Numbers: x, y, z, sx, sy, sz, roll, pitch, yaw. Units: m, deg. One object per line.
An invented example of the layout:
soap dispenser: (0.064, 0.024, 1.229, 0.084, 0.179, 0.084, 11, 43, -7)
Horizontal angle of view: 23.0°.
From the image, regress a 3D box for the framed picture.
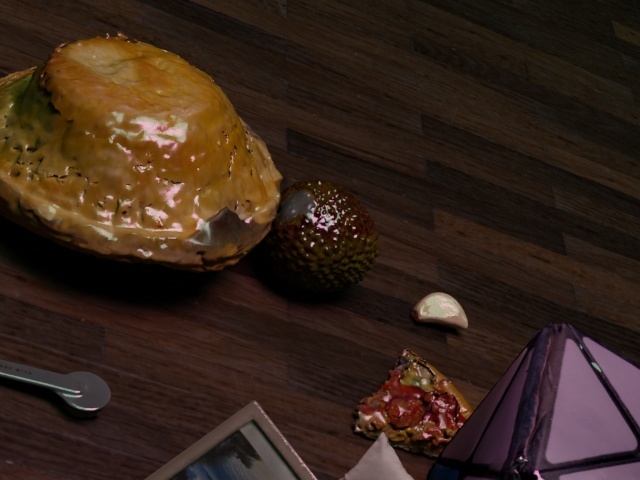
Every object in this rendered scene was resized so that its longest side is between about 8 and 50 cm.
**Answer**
framed picture: (-0.070, 0.351, 1.660, 0.232, 0.024, 0.315, -36, 67, -12)

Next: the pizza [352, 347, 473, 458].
pizza: (0.130, 0.225, 2.051, 0.193, 0.053, 0.201, -14, 56, -46)

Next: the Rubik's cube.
Rubik's cube: (0.294, 0.333, 1.840, 0.305, 0.307, 0.310, 30, 36, -7)

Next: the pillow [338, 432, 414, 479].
pillow: (0.010, 0.326, 1.727, 0.254, 0.078, 0.144, -32, 53, -7)

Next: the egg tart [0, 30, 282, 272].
egg tart: (-0.246, -0.139, 2.052, 0.443, 0.178, 0.443, 13, 34, -9)

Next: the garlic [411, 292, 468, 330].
garlic: (0.168, 0.101, 2.245, 0.083, 0.041, 0.053, 7, 55, -20)

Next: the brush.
brush: (-0.369, 0.148, 1.795, 0.266, 0.027, 0.062, 17, 37, -14)

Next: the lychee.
lychee: (0.000, 0.000, 2.145, 0.171, 0.171, 0.171, 21, 37, -16)
